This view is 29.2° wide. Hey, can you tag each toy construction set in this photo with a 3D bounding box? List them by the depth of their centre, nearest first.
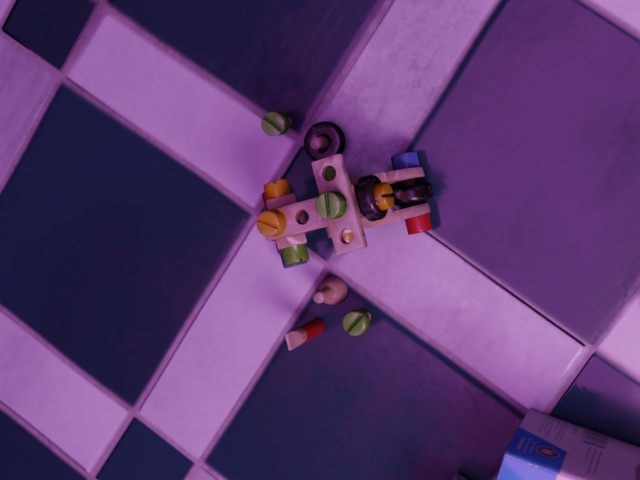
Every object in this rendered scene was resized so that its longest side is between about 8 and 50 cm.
[{"bbox_3d":[0.000,0.000,1.634,0.257,0.237,0.308,12,100,16],"label":"toy construction set"}]

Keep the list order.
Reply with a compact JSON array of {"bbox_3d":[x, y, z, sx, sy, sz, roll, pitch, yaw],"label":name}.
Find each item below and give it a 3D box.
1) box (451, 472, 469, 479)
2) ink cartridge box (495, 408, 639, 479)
[{"bbox_3d":[0.247,0.486,1.670,0.262,0.127,0.231,26,105,14],"label":"box"},{"bbox_3d":[0.380,0.345,1.559,0.307,0.223,0.129,18,101,15],"label":"ink cartridge box"}]
